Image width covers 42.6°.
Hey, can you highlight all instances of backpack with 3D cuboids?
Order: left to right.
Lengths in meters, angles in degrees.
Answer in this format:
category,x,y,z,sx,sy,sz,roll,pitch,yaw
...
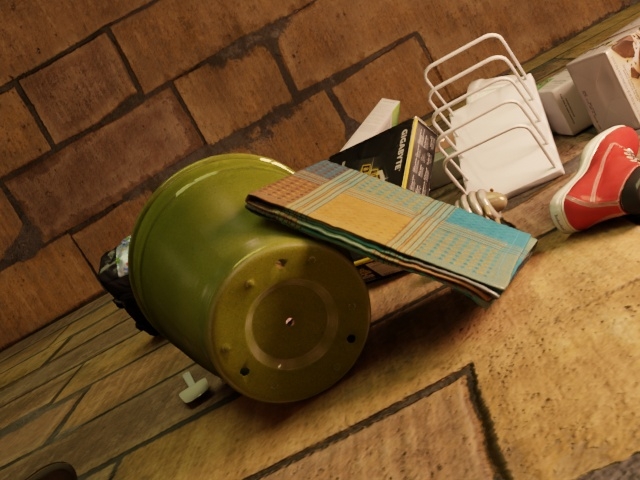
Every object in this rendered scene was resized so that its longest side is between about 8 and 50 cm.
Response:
category,x,y,z,sx,sy,sz,roll,pitch,yaw
backpack,-0.342,0.058,2.125,0.355,0.290,0.273,-17,46,17

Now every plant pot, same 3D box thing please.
category,x,y,z,sx,sy,sz,roll,pitch,yaw
plant pot,-0.094,0.072,1.264,0.366,0.366,0.353,-31,21,-9

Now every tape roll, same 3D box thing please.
category,x,y,z,sx,sy,sz,roll,pitch,yaw
tape roll,0.373,-0.242,2.178,0.392,0.072,0.392,-29,9,5

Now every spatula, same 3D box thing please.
category,x,y,z,sx,sy,sz,roll,pitch,yaw
spatula,-0.193,0.239,1.536,0.168,0.019,0.242,-32,11,-12

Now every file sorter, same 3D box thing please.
category,x,y,z,sx,sy,sz,roll,pitch,yaw
file sorter,0.329,-0.237,1.621,0.193,0.173,0.278,-25,47,25

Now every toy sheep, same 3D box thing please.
category,x,y,z,sx,sy,sz,roll,pitch,yaw
toy sheep,0.271,-0.043,1.447,0.132,0.091,0.091,-31,9,23

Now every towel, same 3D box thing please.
category,x,y,z,sx,sy,sz,roll,pitch,yaw
towel,0.111,-0.022,1.174,0.370,0.040,0.271,21,23,19

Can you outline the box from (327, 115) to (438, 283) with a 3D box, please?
category,x,y,z,sx,sy,sz,roll,pitch,yaw
box,0.094,-0.063,1.625,0.257,0.079,0.322,-22,45,45

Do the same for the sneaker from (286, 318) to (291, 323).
category,x,y,z,sx,sy,sz,roll,pitch,yaw
sneaker,-0.079,0.154,1.578,0.134,0.070,0.051,0,-21,-39

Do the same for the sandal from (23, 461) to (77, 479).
category,x,y,z,sx,sy,sz,roll,pitch,yaw
sandal,-0.460,0.423,1.252,0.060,0.090,0.219,13,31,42

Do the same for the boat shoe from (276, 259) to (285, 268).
category,x,y,z,sx,sy,sz,roll,pitch,yaw
boat shoe,-0.087,0.100,1.729,0.096,0.098,0.277,-62,-2,3

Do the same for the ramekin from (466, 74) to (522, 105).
category,x,y,z,sx,sy,sz,roll,pitch,yaw
ramekin,0.419,-0.274,1.846,0.109,0.207,0.207,-13,17,32

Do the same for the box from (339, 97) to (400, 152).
category,x,y,z,sx,sy,sz,roll,pitch,yaw
box,0.124,-0.195,2.109,0.058,0.232,0.322,15,38,18

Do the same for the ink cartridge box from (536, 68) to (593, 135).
category,x,y,z,sx,sy,sz,roll,pitch,yaw
ink cartridge box,0.636,-0.357,1.868,0.278,0.117,0.201,-29,10,1

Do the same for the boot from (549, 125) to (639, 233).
category,x,y,z,sx,sy,sz,roll,pitch,yaw
boot,0.468,-0.106,1.212,0.176,0.088,0.244,-17,24,50

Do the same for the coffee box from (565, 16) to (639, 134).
category,x,y,z,sx,sy,sz,roll,pitch,yaw
coffee box,0.663,-0.358,1.656,0.297,0.168,0.119,-34,11,-22
